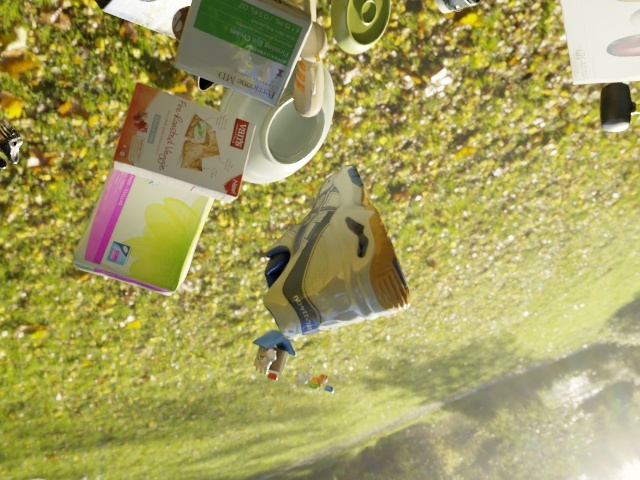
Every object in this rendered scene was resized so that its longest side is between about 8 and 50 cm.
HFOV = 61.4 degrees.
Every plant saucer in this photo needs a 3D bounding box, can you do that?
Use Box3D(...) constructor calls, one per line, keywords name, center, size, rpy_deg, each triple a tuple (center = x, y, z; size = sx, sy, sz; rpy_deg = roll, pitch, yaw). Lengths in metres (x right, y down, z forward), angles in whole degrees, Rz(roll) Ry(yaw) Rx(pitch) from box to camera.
Box3D(name="plant saucer", center=(-0.095, -0.322, 1.496), size=(0.401, 0.100, 0.400), rpy_deg=(-29, 139, -28))
Box3D(name="plant saucer", center=(0.126, -0.655, 1.540), size=(0.241, 0.037, 0.240), rpy_deg=(-27, 130, -36))

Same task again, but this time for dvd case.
Box3D(name="dvd case", center=(-0.173, -0.357, 0.743), size=(0.180, 0.022, 0.253), rpy_deg=(-38, 179, 17))

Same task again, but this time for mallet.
Box3D(name="mallet", center=(0.474, -0.165, 0.727), size=(0.190, 0.062, 0.039), rpy_deg=(14, 165, 8))

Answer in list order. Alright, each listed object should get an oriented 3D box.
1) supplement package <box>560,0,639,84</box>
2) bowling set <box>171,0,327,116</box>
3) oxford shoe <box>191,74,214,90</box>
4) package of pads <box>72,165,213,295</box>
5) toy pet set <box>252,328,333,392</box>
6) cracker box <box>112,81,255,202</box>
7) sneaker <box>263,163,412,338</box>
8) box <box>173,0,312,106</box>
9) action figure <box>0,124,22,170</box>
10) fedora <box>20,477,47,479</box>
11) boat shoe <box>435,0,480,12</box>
Box3D(name="supplement package", center=(0.305, -0.236, 0.416), size=(0.203, 0.149, 0.194), rpy_deg=(6, 168, 31))
Box3D(name="bowling set", center=(-0.093, -0.296, 0.676), size=(0.200, 0.286, 0.154), rpy_deg=(-5, 150, -7))
Box3D(name="oxford shoe", center=(-0.233, -0.506, 1.417), size=(0.130, 0.132, 0.364), rpy_deg=(-5, 174, -37))
Box3D(name="package of pads", center=(-0.373, -0.046, 1.186), size=(0.229, 0.296, 0.101), rpy_deg=(20, 162, -16))
Box3D(name="toy pet set", center=(-0.048, 0.183, 0.847), size=(0.122, 0.065, 0.114), rpy_deg=(23, 169, -35))
Box3D(name="cracker box", center=(-0.255, -0.180, 1.023), size=(0.232, 0.155, 0.067), rpy_deg=(16, 167, -21))
Box3D(name="sneaker", center=(0.000, 0.000, 0.566), size=(0.131, 0.111, 0.296), rpy_deg=(-22, -165, 5))
Box3D(name="box", center=(-0.070, -0.196, 0.498), size=(0.101, 0.102, 0.087), rpy_deg=(18, 125, -16))
Box3D(name="action figure", center=(-0.771, -0.194, 1.121), size=(0.276, 0.164, 0.140), rpy_deg=(-5, 117, 15))
Box3D(name="fedora", center=(-0.284, 0.362, 0.427), size=(0.334, 0.153, 0.334), rpy_deg=(-59, 174, -10))
Box3D(name="boat shoe", center=(0.277, -0.636, 1.202), size=(0.091, 0.114, 0.303), rpy_deg=(7, 167, 37))
